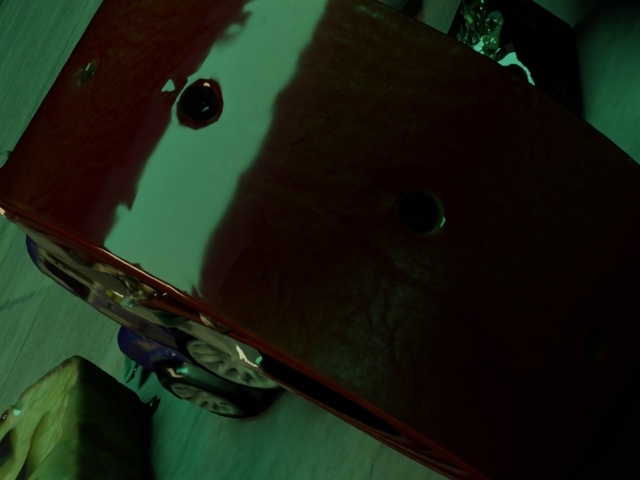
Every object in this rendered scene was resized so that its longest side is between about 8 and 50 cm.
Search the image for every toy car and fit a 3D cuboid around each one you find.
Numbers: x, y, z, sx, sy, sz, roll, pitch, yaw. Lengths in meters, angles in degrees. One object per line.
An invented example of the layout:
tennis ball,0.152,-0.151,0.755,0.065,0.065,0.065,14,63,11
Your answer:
toy car,-0.065,-0.019,0.925,0.235,0.158,0.172,129,164,-68

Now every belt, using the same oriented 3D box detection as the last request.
belt,0.000,0.000,0.658,0.115,0.227,0.324,-58,15,-6

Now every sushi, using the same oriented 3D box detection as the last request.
sushi,0.074,-0.061,0.828,0.084,0.056,0.083,-48,29,28

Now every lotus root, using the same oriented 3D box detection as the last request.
lotus root,-0.171,0.157,1.103,0.261,0.074,0.170,-38,26,47

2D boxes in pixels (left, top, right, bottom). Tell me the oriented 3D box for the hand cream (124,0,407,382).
hand cream,-0.056,-0.053,1.131,0.312,0.070,0.111,-54,24,27
